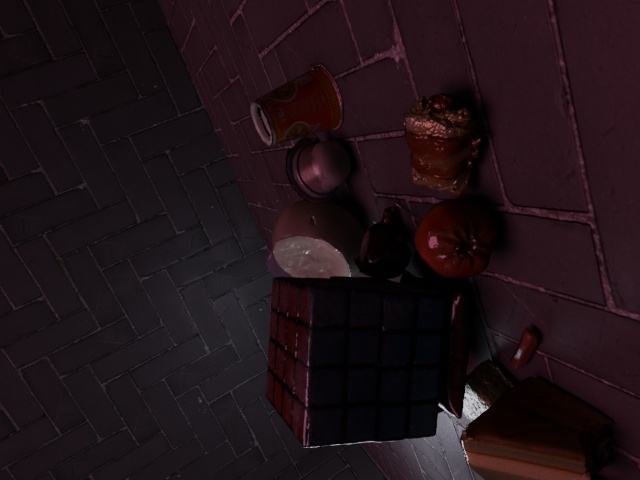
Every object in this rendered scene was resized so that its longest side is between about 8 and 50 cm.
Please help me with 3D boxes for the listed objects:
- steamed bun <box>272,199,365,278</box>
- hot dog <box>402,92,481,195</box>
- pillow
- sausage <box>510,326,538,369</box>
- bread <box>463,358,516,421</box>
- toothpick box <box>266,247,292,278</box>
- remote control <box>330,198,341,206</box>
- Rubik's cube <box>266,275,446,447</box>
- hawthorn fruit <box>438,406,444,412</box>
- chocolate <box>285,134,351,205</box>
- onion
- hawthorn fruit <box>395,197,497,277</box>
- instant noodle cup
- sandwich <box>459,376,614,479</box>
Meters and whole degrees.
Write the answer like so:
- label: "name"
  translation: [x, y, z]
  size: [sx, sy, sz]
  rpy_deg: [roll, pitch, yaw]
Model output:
- label: "steamed bun"
  translation: [0.000, 0.000, 1.468]
  size: [0.324, 0.206, 0.324]
  rpy_deg: [15, 143, 12]
- label: "hot dog"
  translation: [0.229, -0.178, 0.828]
  size: [0.146, 0.103, 0.213]
  rpy_deg: [26, 155, 29]
- label: "pillow"
  translation: [0.285, 0.249, 1.151]
  size: [0.305, 0.108, 0.308]
  rpy_deg: [-166, 77, -73]
- label: "sausage"
  translation: [0.434, 0.233, 0.945]
  size: [0.147, 0.035, 0.030]
  rpy_deg: [79, -172, -48]
- label: "bread"
  translation: [0.427, 0.405, 1.108]
  size: [0.138, 0.102, 0.196]
  rpy_deg: [49, 162, 45]
- label: "toothpick box"
  translation: [-0.069, 0.175, 1.954]
  size: [0.355, 0.263, 0.263]
  rpy_deg: [49, 158, 35]
- label: "remote control"
  translation: [0.063, -0.055, 1.584]
  size: [0.072, 0.042, 0.222]
  rpy_deg: [41, 152, 48]
- label: "Rubik's cube"
  translation: [0.070, 0.266, 1.099]
  size: [0.343, 0.337, 0.345]
  rpy_deg: [-176, 89, -69]
- label: "hawthorn fruit"
  translation: [0.284, 0.439, 1.374]
  size: [0.215, 0.249, 0.216]
  rpy_deg: [177, 90, -82]
- label: "chocolate"
  translation: [0.016, -0.226, 1.304]
  size: [0.147, 0.221, 0.221]
  rpy_deg: [-24, 94, 46]
- label: "onion"
  translation: [0.188, 0.012, 1.213]
  size: [0.173, 0.135, 0.198]
  rpy_deg: [-105, 33, -70]
- label: "hawthorn fruit"
  translation: [0.244, -0.021, 0.940]
  size: [0.165, 0.165, 0.285]
  rpy_deg: [69, 168, -20]
- label: "instant noodle cup"
  translation: [-0.074, -0.363, 1.228]
  size: [0.193, 0.212, 0.193]
  rpy_deg: [53, 160, 29]
- label: "sandwich"
  translation: [0.438, 0.422, 0.885]
  size: [0.198, 0.227, 0.155]
  rpy_deg: [30, 145, 61]
